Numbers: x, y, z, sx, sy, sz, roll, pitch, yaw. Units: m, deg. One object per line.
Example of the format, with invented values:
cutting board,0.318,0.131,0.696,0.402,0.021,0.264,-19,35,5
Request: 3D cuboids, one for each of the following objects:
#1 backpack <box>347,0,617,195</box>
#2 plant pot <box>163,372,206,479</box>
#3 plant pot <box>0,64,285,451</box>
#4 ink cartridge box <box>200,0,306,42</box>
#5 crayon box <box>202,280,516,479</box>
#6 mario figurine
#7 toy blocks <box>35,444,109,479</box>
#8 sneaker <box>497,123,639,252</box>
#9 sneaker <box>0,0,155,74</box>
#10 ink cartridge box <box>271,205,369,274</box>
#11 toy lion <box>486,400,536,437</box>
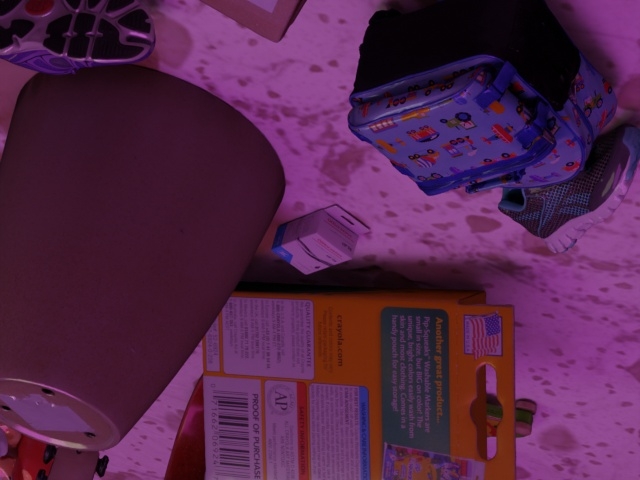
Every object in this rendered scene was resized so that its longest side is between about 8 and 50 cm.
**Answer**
backpack,0.124,-0.094,1.086,0.158,0.117,0.173,-11,143,40
plant pot,-0.027,0.300,1.687,0.265,0.272,0.272,15,151,-13
plant pot,-0.189,0.033,1.292,0.256,0.274,0.256,13,150,7
ink cartridge box,-0.062,-0.255,0.914,0.193,0.088,0.235,28,149,-2
crayon box,0.045,0.148,1.433,0.323,0.203,0.083,2,-174,26
mario figurine,-0.493,0.269,1.925,0.320,0.170,0.198,27,-176,-2
toy blocks,-0.364,0.177,1.608,0.309,0.288,0.260,16,144,-3
sneaker,0.194,-0.046,1.183,0.076,0.065,0.166,26,147,-7
sneaker,-0.196,-0.165,1.199,0.170,0.068,0.071,7,165,32
ink cartridge box,0.000,0.000,1.384,0.048,0.028,0.083,35,145,-28
toy lion,0.177,0.194,1.615,0.100,0.034,0.096,13,156,5
